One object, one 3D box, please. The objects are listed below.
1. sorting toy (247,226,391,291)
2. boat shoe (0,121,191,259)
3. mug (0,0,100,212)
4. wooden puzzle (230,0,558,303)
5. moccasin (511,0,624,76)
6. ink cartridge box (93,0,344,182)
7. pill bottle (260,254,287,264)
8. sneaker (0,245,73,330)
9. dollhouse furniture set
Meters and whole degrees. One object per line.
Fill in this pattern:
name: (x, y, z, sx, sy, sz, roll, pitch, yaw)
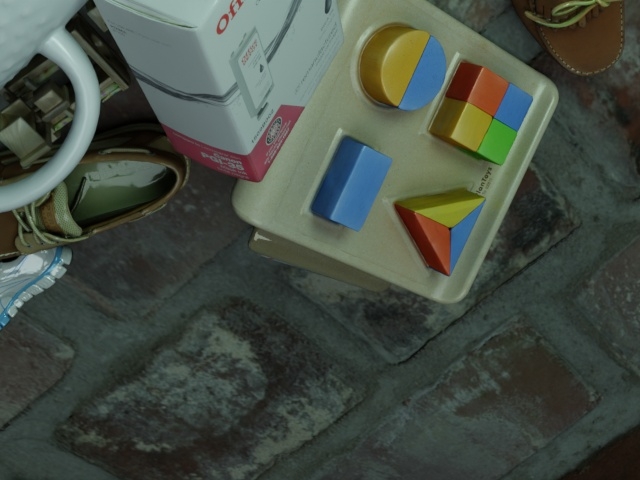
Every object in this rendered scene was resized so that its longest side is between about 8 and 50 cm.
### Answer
sorting toy: (-0.002, -0.079, 1.275, 0.307, 0.041, 0.229, 19, 90, -29)
boat shoe: (-0.304, -0.050, 1.195, 0.324, 0.120, 0.122, -21, 112, -4)
mug: (-0.369, -0.184, 0.939, 0.328, 0.276, 0.374, -43, 109, 8)
wooden puzzle: (0.108, -0.111, 1.243, 0.348, 0.080, 0.322, 23, 94, -29)
moccasin: (0.282, -0.321, 1.151, 0.139, 0.147, 0.380, -23, 139, -2)
ink cartridge box: (-0.086, -0.217, 1.021, 0.207, 0.117, 0.283, -60, 162, -17)
pill bottle: (0.000, 0.000, 1.367, 0.160, 0.087, 0.087, 19, 120, -30)
sneaker: (-0.403, 0.053, 1.304, 0.191, 0.071, 0.083, -43, 121, 7)
dollhouse furniture set: (-0.241, -0.167, 1.110, 0.182, 0.161, 0.101, -33, 130, 11)
